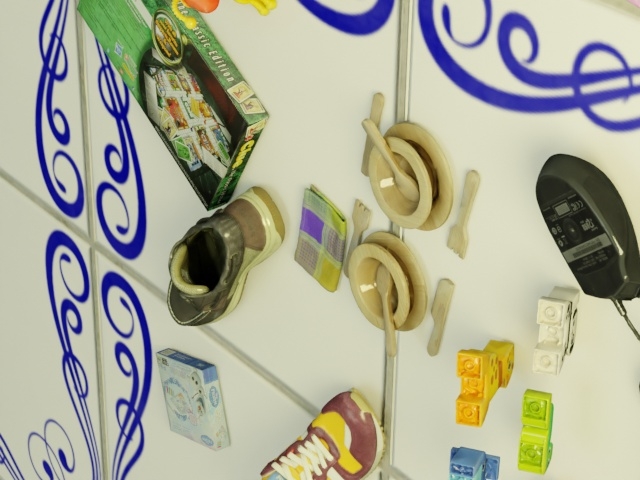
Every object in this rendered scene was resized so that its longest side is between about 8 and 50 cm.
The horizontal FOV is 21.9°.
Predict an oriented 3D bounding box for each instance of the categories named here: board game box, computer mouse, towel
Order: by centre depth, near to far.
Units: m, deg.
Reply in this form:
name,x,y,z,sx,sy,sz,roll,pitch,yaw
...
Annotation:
name,x,y,z,sx,sy,sz,roll,pitch,yaw
computer mouse,0.218,0.046,1.115,0.242,0.041,0.071,63,156,-1
towel,0.000,0.000,1.427,0.060,0.009,0.083,45,140,34
board game box,-0.141,-0.167,1.530,0.260,0.030,0.136,56,147,20
board game box,-0.131,0.162,1.695,0.090,0.020,0.090,15,118,52

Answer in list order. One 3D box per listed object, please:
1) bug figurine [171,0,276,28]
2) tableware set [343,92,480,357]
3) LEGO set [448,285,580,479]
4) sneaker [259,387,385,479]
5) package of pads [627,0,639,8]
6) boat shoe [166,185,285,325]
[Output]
name,x,y,z,sx,sy,sz,roll,pitch,yaw
bug figurine,-0.109,-0.324,1.359,0.279,0.072,0.216,63,146,12
tableware set,0.056,-0.004,1.316,0.128,0.039,0.194,43,138,36
LEGO set,0.144,0.126,1.229,0.087,0.093,0.227,10,114,19
sneaker,-0.006,0.204,1.475,0.069,0.084,0.185,53,144,25
package of pads,0.205,-0.160,0.974,0.050,0.083,0.032,41,132,32
boat shoe,-0.107,0.022,1.536,0.080,0.073,0.223,62,146,13
